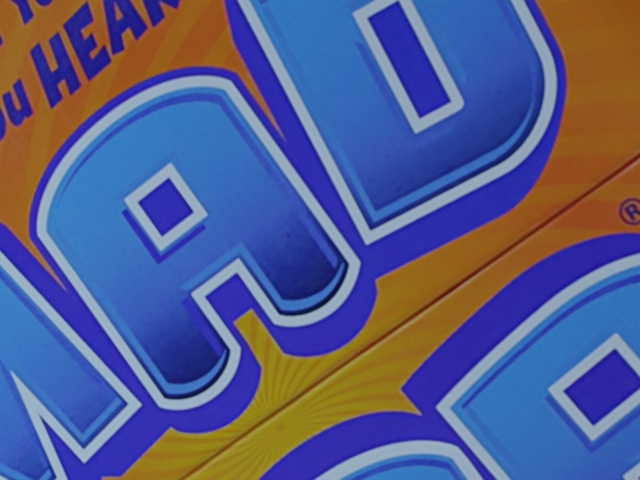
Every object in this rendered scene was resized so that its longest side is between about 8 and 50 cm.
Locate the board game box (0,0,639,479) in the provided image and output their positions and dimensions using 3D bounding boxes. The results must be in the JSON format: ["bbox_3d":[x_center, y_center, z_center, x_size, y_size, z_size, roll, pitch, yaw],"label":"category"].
[{"bbox_3d":[0.042,0.019,0.749,0.356,0.356,0.356,-36,178,21],"label":"board game box"}]
